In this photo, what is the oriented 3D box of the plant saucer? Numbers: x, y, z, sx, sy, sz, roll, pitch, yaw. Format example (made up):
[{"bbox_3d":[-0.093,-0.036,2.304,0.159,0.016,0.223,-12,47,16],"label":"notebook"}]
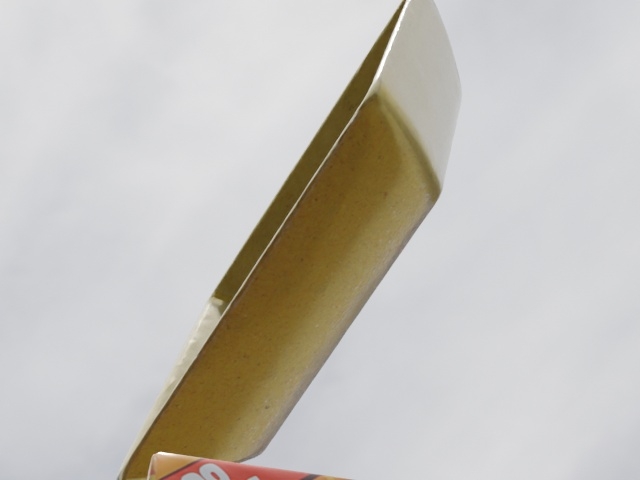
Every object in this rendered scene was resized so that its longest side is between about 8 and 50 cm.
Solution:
[{"bbox_3d":[0.000,0.000,1.242,0.081,0.333,0.333,33,-68,-4],"label":"plant saucer"}]

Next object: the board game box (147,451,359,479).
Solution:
[{"bbox_3d":[0.062,0.363,0.766,0.356,0.356,0.356,9,-53,-9],"label":"board game box"}]
